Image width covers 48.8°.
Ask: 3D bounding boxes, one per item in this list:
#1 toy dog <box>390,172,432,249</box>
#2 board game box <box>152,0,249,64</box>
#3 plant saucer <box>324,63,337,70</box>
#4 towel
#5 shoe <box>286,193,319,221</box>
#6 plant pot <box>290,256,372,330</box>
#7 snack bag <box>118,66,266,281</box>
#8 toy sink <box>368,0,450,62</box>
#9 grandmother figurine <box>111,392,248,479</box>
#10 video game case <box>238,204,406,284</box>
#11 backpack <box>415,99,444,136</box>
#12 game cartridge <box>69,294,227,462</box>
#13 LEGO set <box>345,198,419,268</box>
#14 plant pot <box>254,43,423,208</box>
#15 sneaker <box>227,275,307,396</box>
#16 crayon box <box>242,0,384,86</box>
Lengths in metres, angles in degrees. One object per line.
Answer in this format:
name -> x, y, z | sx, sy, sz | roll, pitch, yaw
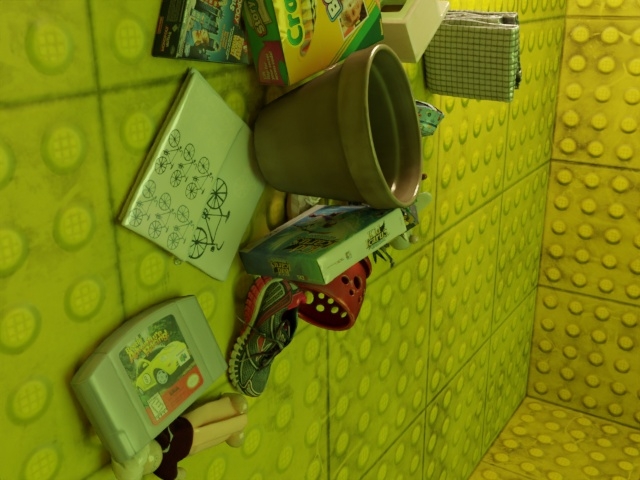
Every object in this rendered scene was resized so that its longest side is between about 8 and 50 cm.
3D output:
toy dog -> 0.242, -0.110, 1.979 | 0.333, 0.161, 0.220 | 47, 61, -53
board game box -> -0.198, -0.395, 1.272 | 0.194, 0.060, 0.194 | 11, 91, -60
plant saucer -> 0.002, -0.483, 1.584 | 0.198, 0.036, 0.198 | -28, 124, -51
towel -> 0.442, -0.538, 2.034 | 0.121, 0.284, 0.235 | -46, 138, -42
shoe -> -0.025, -0.135, 1.639 | 0.076, 0.058, 0.219 | 19, 85, -58
plant pot -> 0.024, 0.095, 1.677 | 0.174, 0.191, 0.191 | -61, 145, -30
snack bag -> -0.214, -0.104, 1.370 | 0.342, 0.037, 0.323 | 44, 63, -55
toy sink -> 0.206, -0.572, 1.769 | 0.234, 0.153, 0.131 | -59, 143, -26
grandmother figurine -> -0.273, 0.386, 1.392 | 0.342, 0.104, 0.207 | -8, 98, -60
video game case -> 0.000, 0.000, 1.483 | 0.244, 0.269, 0.061 | -33, 113, -34
backpack -> 0.236, -0.315, 1.886 | 0.158, 0.173, 0.117 | 9, 93, -59
game cartridge -> -0.302, 0.231, 1.282 | 0.294, 0.060, 0.196 | -41, 112, -47
LEGO set -> 0.105, -0.103, 1.730 | 0.255, 0.192, 0.331 | 46, 21, -27
plant pot -> 0.029, -0.213, 1.450 | 0.323, 0.280, 0.323 | 22, 65, -62
sneaker -> -0.118, 0.219, 1.541 | 0.121, 0.112, 0.299 | -23, 133, -55
crayon box -> -0.025, -0.533, 1.406 | 0.313, 0.106, 0.363 | -37, 127, -38
